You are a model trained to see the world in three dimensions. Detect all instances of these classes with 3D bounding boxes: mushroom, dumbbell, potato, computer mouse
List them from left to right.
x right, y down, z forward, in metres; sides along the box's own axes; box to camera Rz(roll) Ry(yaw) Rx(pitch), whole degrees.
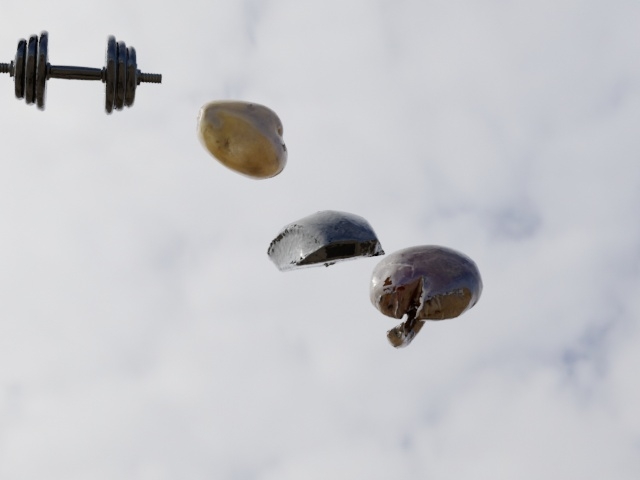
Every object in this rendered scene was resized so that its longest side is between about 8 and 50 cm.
[{"bbox_3d":[-0.296,-0.202,1.378,0.208,0.099,0.099,2,-46,-12],"label":"dumbbell"},{"bbox_3d":[-0.064,-0.086,0.955,0.083,0.068,0.062,10,-62,-17],"label":"potato"},{"bbox_3d":[0.000,0.000,1.173,0.099,0.057,0.172,-9,-3,-25],"label":"computer mouse"},{"bbox_3d":[0.118,0.060,1.355,0.135,0.171,0.080,4,-49,28],"label":"mushroom"}]
